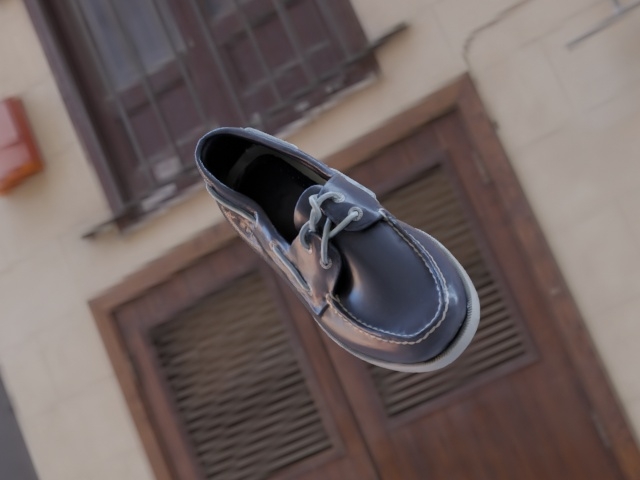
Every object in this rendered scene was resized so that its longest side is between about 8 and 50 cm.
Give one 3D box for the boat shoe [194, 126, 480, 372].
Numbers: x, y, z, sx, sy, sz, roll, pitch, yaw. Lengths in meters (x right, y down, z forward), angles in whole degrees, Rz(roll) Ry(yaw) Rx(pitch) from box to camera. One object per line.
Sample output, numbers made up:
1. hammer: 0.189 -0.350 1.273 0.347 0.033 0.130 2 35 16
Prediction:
1. boat shoe: 0.000 0.000 0.810 0.075 0.206 0.065 -52 -44 2
